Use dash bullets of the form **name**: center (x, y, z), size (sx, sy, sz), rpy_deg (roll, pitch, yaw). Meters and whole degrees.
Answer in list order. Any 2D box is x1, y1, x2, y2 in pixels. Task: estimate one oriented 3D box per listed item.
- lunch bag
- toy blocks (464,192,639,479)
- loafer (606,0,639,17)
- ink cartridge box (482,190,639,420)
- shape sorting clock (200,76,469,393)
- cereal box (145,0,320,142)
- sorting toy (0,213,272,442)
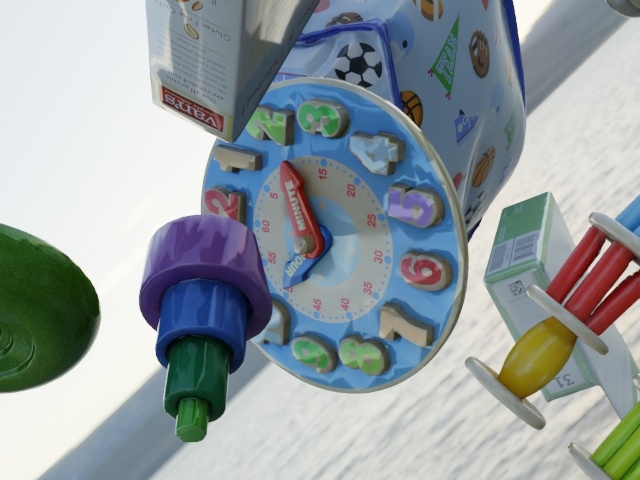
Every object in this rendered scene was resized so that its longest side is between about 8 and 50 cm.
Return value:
- **lunch bag**: center (0.089, -0.135, 1.155), size (0.239, 0.385, 0.328), rpy_deg (3, 39, 35)
- **toy blocks**: center (0.167, 0.048, 0.514), size (0.148, 0.123, 0.054), rpy_deg (-50, -3, 6)
- **loafer**: center (0.273, -0.322, 0.826), size (0.102, 0.268, 0.092), rpy_deg (-19, 13, -35)
- **ink cartridge box**: center (0.224, 0.091, 0.881), size (0.056, 0.235, 0.171), rpy_deg (-23, 14, 22)
- **shape sorting clock**: center (0.000, 0.000, 0.644), size (0.040, 0.206, 0.206), rpy_deg (-19, -20, -47)
- **cereal box**: center (-0.003, -0.160, 0.349), size (0.173, 0.047, 0.240), rpy_deg (-62, -3, -24)
- **sorting toy**: center (-0.203, 0.076, 0.494), size (0.365, 0.127, 0.126), rpy_deg (-8, 46, 10)
